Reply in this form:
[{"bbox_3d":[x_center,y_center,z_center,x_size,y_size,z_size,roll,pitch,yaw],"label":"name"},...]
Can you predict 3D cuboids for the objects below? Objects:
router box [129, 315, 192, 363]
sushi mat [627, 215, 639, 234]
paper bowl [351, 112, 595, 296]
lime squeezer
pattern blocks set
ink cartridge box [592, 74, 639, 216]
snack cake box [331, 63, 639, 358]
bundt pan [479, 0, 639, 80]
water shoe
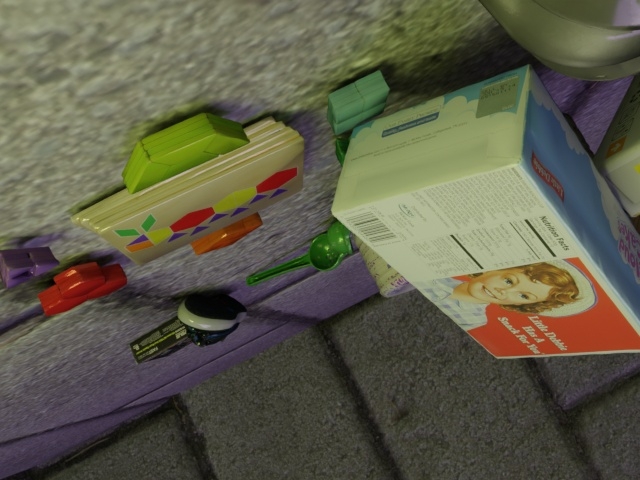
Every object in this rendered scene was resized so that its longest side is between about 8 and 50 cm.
[{"bbox_3d":[-0.248,0.162,1.109,0.123,0.038,0.092,-31,169,18],"label":"router box"},{"bbox_3d":[0.358,-0.096,0.634,0.151,0.019,0.316,-17,-136,58],"label":"sushi mat"},{"bbox_3d":[0.168,-0.056,0.764,0.284,0.148,0.284,-26,170,-5],"label":"paper bowl"},{"bbox_3d":[0.000,0.000,0.937,0.110,0.058,0.310,13,153,-24],"label":"lime squeezer"},{"bbox_3d":[-0.100,-0.035,0.543,0.325,0.026,0.285,-24,169,-16],"label":"pattern blocks set"},{"bbox_3d":[0.370,-0.188,0.474,0.303,0.072,0.307,-52,-173,-30],"label":"ink cartridge box"},{"bbox_3d":[0.153,0.000,0.523,0.152,0.089,0.264,-14,139,39],"label":"snack cake box"},{"bbox_3d":[0.212,-0.189,0.296,0.331,0.124,0.331,-25,170,-5],"label":"bundt pan"},{"bbox_3d":[-0.169,0.132,0.998,0.080,0.073,0.203,-57,167,4],"label":"water shoe"}]
